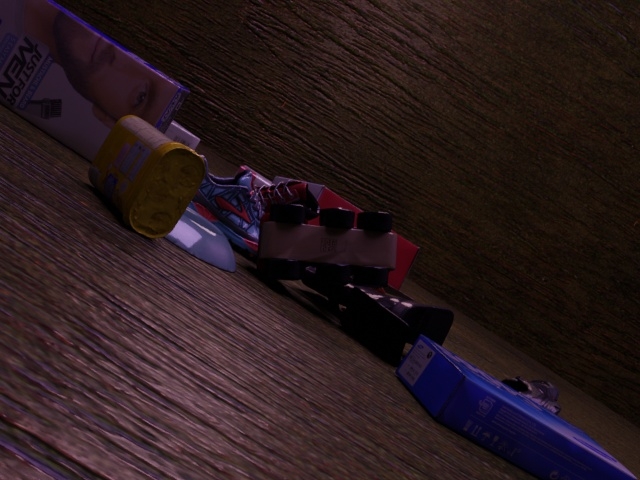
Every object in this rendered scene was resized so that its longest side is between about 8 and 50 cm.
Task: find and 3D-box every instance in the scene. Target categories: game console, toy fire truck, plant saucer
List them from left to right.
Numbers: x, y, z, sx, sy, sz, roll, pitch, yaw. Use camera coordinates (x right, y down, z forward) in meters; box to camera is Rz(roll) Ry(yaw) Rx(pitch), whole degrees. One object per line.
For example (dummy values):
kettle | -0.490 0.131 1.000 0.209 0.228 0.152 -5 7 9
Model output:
plant saucer | -0.197 -0.022 1.351 0.195 0.037 0.195 33 3 -2
toy fire truck | 0.000 0.000 1.540 0.216 0.159 0.246 4 -8 -9
game console | 0.100 0.141 1.473 0.122 0.071 0.107 36 5 29

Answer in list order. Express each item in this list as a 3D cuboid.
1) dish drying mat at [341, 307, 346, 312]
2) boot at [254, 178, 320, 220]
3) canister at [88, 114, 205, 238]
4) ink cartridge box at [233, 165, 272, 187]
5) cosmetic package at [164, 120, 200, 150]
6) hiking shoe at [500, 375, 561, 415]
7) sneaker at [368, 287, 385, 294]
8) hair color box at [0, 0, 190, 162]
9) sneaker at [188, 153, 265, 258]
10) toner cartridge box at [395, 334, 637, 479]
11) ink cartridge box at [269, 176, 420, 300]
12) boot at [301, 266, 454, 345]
dish drying mat | 0.073 0.145 1.645 0.083 0.008 0.032 37 6 37
boot | -0.124 -0.087 1.653 0.244 0.176 0.088 31 46 -32
canister | -0.238 -0.091 1.235 0.073 0.126 0.170 29 4 -40
ink cartridge box | -0.127 -0.096 2.328 0.217 0.092 0.158 31 4 -3
cosmetic package | -0.499 -0.325 2.135 0.377 0.097 0.284 30 7 -44
hiking shoe | 0.413 0.305 1.837 0.114 0.086 0.227 37 5 4
sneaker | 0.063 0.081 1.914 0.175 0.064 0.067 32 8 -16
hair color box | -0.410 -0.265 1.517 0.338 0.185 0.110 33 4 -2
sneaker | -0.136 -0.055 1.570 0.261 0.125 0.104 31 6 -25
toner cartridge box | 0.287 0.272 1.353 0.347 0.075 0.165 32 6 -22
ink cartridge box | 0.054 -0.004 2.020 0.309 0.130 0.271 31 -8 -34
boot | 0.101 0.111 1.632 0.229 0.091 0.263 25 -3 33
